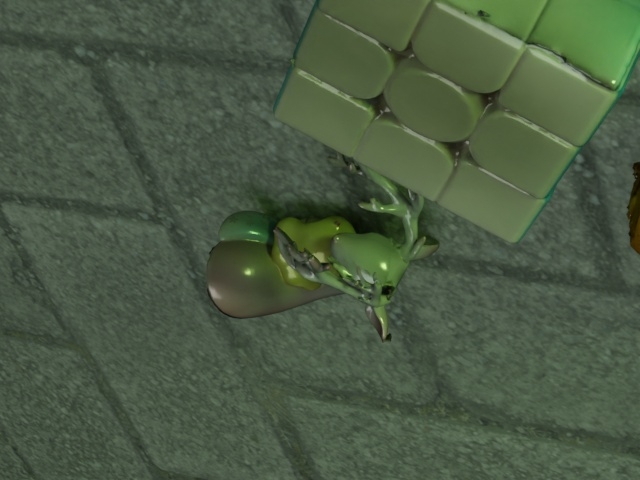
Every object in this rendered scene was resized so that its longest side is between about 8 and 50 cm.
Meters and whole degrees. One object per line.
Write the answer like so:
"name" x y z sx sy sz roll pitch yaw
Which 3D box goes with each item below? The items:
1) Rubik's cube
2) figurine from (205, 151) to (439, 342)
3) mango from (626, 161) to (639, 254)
"Rubik's cube" 0.163 -0.228 1.859 0.291 0.290 0.292 28 148 2
"figurine" -0.001 0.014 2.396 0.315 0.206 0.284 -7 143 36
"mango" 0.450 0.000 2.100 0.252 0.126 0.154 25 128 -9
